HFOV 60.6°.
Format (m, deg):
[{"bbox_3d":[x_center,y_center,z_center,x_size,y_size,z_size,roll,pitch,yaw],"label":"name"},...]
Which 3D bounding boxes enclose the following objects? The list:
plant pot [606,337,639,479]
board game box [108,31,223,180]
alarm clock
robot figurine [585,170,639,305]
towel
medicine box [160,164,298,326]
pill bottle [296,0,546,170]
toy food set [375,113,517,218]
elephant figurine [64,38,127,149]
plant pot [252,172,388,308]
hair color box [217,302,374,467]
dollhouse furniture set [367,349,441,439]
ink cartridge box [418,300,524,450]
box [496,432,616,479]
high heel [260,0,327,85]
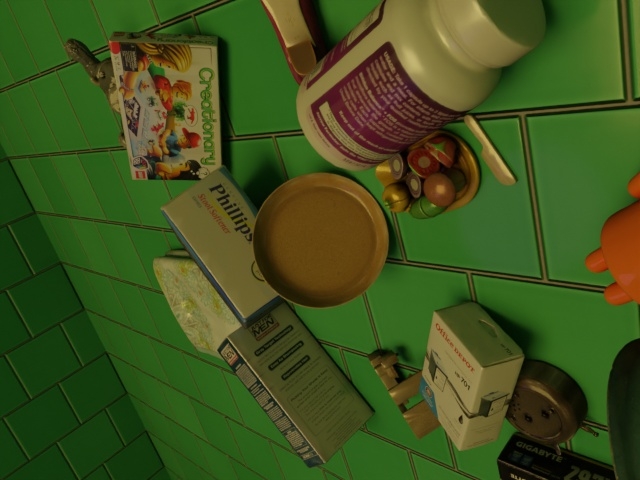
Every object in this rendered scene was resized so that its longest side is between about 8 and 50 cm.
[{"bbox_3d":[0.500,0.201,0.457,0.334,0.341,0.341,-35,89,45],"label":"plant pot"},{"bbox_3d":[-0.298,-0.257,1.102,0.053,0.193,0.305,-98,10,-48],"label":"board game box"},{"bbox_3d":[0.334,0.243,0.870,0.192,0.064,0.129,55,143,6],"label":"alarm clock"},{"bbox_3d":[0.388,-0.005,0.566,0.128,0.158,0.219,24,146,-15],"label":"robot figurine"},{"bbox_3d":[-0.302,0.182,1.504,0.375,0.090,0.320,0,118,48],"label":"towel"},{"bbox_3d":[-0.172,0.030,1.117,0.263,0.149,0.289,52,168,5],"label":"medicine box"},{"bbox_3d":[0.112,-0.214,0.680,0.302,0.169,0.169,-25,97,53],"label":"pill bottle"},{"bbox_3d":[0.156,-0.091,0.805,0.218,0.071,0.128,-22,100,52],"label":"toy food set"},{"bbox_3d":[-0.400,-0.318,1.169,0.169,0.186,0.239,50,158,48],"label":"elephant figurine"},{"bbox_3d":[0.000,0.000,0.958,0.236,0.236,0.032,51,-178,6],"label":"plant pot"},{"bbox_3d":[-0.060,0.326,1.271,0.347,0.174,0.105,51,144,8],"label":"hair color box"},{"bbox_3d":[0.190,0.270,1.076,0.144,0.123,0.151,58,178,-3],"label":"dollhouse furniture set"},{"bbox_3d":[0.237,0.218,0.889,0.139,0.082,0.190,-125,29,-52],"label":"ink cartridge box"},{"bbox_3d":[0.463,0.482,0.890,0.322,0.079,0.257,7,124,45],"label":"box"},{"bbox_3d":[-0.038,-0.353,0.849,0.082,0.117,0.243,-21,88,9],"label":"high heel"}]
